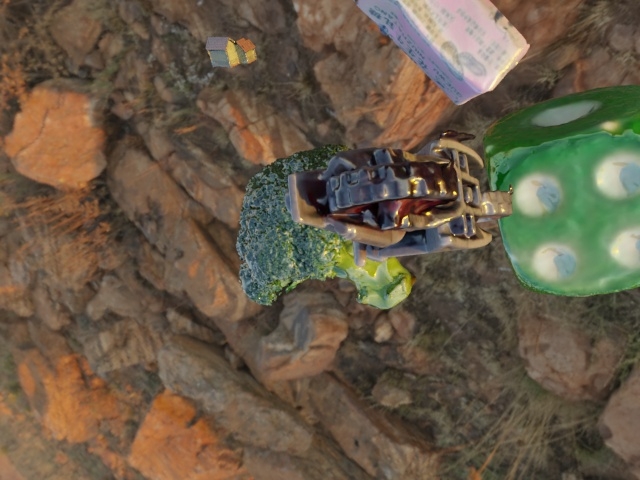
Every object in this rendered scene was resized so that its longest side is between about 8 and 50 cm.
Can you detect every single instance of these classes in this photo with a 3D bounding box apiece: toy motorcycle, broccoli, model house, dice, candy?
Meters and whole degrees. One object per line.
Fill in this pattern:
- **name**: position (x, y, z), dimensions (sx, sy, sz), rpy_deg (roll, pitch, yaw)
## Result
- **toy motorcycle**: position (0.047, -0.026, 0.377), dimensions (0.123, 0.215, 0.080), rpy_deg (-8, 85, 28)
- **broccoli**: position (0.000, 0.000, 0.942), dimensions (0.297, 0.297, 0.298), rpy_deg (44, 145, -12)
- **model house**: position (-0.173, -0.369, 1.140), dimensions (0.083, 0.057, 0.058), rpy_deg (14, 130, 37)
- **dice**: position (0.457, -0.086, 1.031), dimensions (0.297, 0.287, 0.300), rpy_deg (-12, 109, 23)
- **candy**: position (0.112, -0.209, 0.562), dimensions (0.160, 0.073, 0.092), rpy_deg (44, 180, -4)
